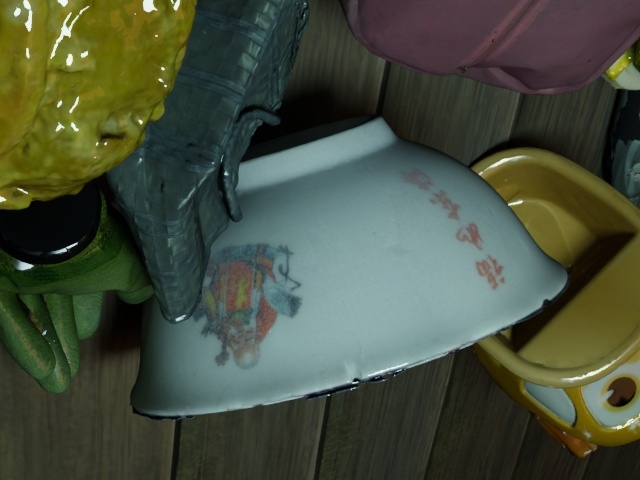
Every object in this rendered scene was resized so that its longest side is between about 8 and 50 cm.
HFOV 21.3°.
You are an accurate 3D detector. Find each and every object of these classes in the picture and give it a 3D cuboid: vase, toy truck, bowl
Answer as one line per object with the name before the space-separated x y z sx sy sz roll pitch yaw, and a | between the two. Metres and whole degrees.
vase | 0.327 -0.100 1.766 0.060 0.060 0.211 -33 149 -26
toy truck | 0.238 0.060 1.641 0.204 0.288 0.211 -44 165 -3
bowl | 0.000 0.000 1.263 0.345 0.345 0.157 -22 100 -40

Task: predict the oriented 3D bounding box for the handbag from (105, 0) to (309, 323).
handbag | -0.064 -0.094 1.105 0.175 0.088 0.270 78 30 -62

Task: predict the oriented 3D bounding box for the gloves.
gloves | -0.175 0.015 1.136 0.135 0.107 0.268 -7 155 -8

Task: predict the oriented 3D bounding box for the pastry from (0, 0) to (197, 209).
pastry | -0.173 -0.123 0.821 0.132 0.240 0.235 -25 147 -46

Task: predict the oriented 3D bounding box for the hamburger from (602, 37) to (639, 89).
hamburger | 0.339 -0.230 1.432 0.291 0.225 0.291 -34 144 -30

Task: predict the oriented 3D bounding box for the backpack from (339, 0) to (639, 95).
backpack | 0.146 -0.242 1.144 0.283 0.197 0.317 17 131 -18
